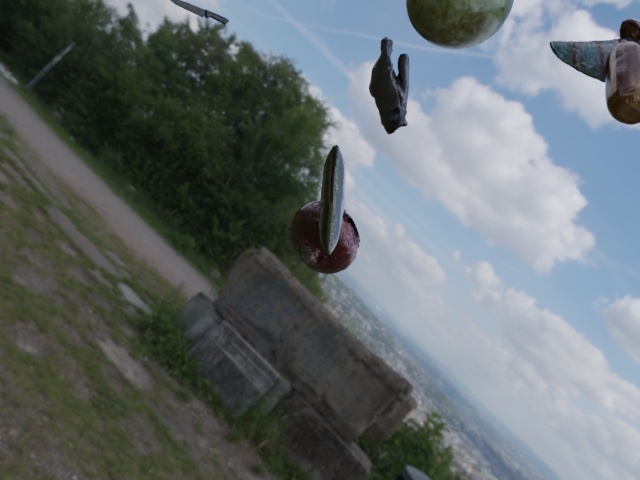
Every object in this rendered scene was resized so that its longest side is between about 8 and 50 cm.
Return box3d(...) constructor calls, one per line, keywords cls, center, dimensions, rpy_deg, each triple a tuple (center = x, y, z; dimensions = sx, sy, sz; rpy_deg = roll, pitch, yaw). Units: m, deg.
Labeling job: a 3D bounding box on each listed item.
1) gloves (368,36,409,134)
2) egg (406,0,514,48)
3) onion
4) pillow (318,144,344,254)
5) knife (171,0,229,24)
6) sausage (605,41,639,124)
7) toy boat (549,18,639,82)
box3d(cls="gloves", center=(0.215, -0.466, 1.804), dimensions=(0.142, 0.119, 0.285), rpy_deg=(2, -74, 38))
box3d(cls="egg", center=(0.314, -0.562, 1.380), dimensions=(0.238, 0.289, 0.238), rpy_deg=(31, -43, 34))
box3d(cls="onion", center=(0.000, 0.000, 1.396), dimensions=(0.184, 0.184, 0.147), rpy_deg=(44, 36, 3))
box3d(cls="pillow", center=(0.023, -0.080, 1.209), dimensions=(0.052, 0.208, 0.212), rpy_deg=(6, 3, 1))
box3d(cls="knife", center=(-0.326, -0.617, 1.610), dimensions=(0.170, 0.023, 0.010), rpy_deg=(12, 12, -33))
box3d(cls="sausage", center=(0.691, -0.356, 1.334), dimensions=(0.105, 0.274, 0.105), rpy_deg=(13, -44, 13))
box3d(cls="toy boat", center=(0.725, -0.465, 1.507), dimensions=(0.096, 0.282, 0.206), rpy_deg=(102, -14, -76))
